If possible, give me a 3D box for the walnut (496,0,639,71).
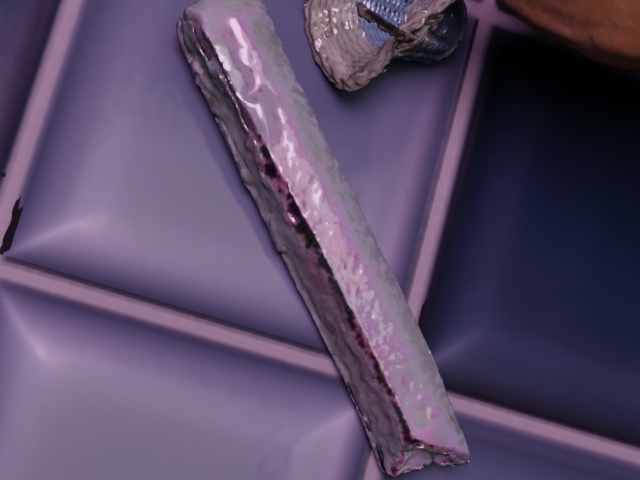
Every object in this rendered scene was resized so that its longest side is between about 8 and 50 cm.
[{"bbox_3d":[0.170,-0.140,0.448,0.204,0.141,0.238,4,62,13],"label":"walnut"}]

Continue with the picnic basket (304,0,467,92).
[{"bbox_3d":[0.023,-0.098,0.450,0.083,0.083,0.065,11,46,-51],"label":"picnic basket"}]

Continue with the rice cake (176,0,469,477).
[{"bbox_3d":[0.001,0.000,0.451,0.033,0.033,0.207,-27,92,-28],"label":"rice cake"}]
